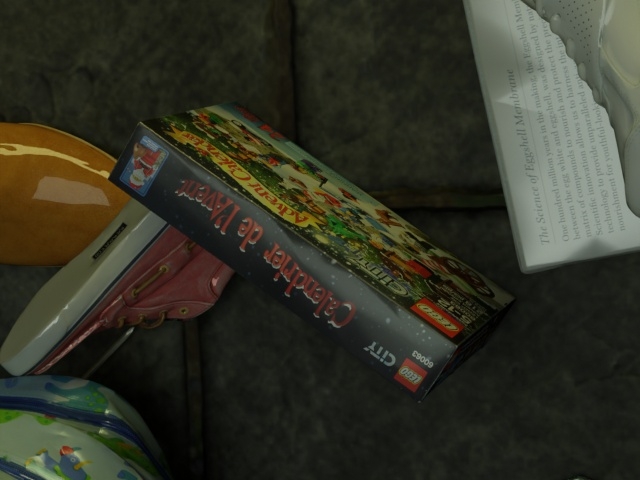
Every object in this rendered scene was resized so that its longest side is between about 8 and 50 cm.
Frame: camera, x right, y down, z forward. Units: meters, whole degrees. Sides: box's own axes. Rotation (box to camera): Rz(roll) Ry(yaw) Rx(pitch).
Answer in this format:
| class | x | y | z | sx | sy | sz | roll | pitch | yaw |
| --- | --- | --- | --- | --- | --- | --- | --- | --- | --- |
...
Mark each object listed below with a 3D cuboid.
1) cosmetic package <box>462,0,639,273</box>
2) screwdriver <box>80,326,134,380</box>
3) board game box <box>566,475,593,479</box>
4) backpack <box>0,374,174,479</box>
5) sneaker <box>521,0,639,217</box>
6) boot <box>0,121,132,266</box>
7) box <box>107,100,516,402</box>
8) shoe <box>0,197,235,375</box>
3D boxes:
| class | x | y | z | sx | sy | sz | roll | pitch | yaw |
| --- | --- | --- | --- | --- | --- | --- | --- | --- | --- |
| cosmetic package | 0.211 | -0.116 | 1.048 | 0.224 | 0.138 | 0.224 | -11 | 95 | 18 |
| screwdriver | -0.183 | 0.119 | 1.274 | 0.170 | 0.024 | 0.025 | -41 | 56 | 23 |
| board game box | 0.275 | 0.395 | 1.152 | 0.390 | 0.050 | 0.390 | 19 | 104 | 15 |
| backpack | -0.257 | 0.225 | 1.200 | 0.355 | 0.273 | 0.290 | -10 | 108 | 46 |
| sneaker | 0.155 | -0.122 | 0.957 | 0.115 | 0.090 | 0.232 | -4 | 88 | 26 |
| boot | -0.283 | -0.027 | 1.188 | 0.295 | 0.211 | 0.104 | 13 | 103 | 16 |
| box | 0.000 | 0.000 | 1.125 | 0.233 | 0.159 | 0.044 | 35 | 107 | 10 |
| shoe | -0.126 | 0.038 | 1.195 | 0.178 | 0.063 | 0.081 | -47 | 114 | -2 |
